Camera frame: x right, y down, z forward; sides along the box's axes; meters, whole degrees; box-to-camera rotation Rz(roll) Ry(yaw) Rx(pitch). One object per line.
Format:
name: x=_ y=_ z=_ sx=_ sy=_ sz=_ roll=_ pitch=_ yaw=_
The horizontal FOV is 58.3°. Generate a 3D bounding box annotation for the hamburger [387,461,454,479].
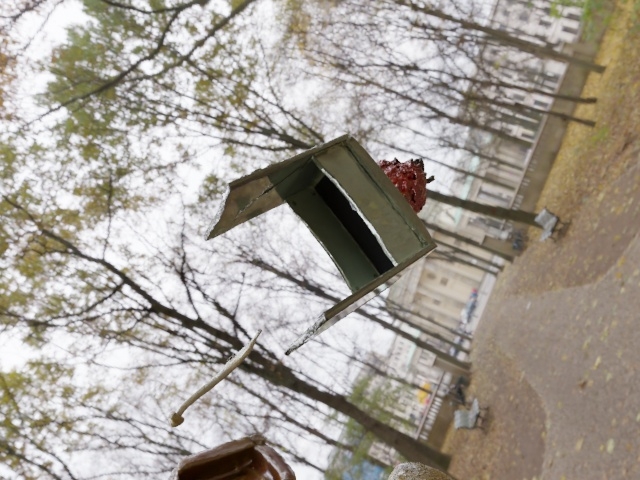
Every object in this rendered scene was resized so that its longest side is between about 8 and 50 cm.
hamburger: x=0.217 y=0.536 z=1.178 sx=0.215 sy=0.189 sz=0.122 roll=46 pitch=-120 yaw=-72

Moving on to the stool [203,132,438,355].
stool: x=0.000 y=0.000 z=0.929 sx=0.269 sy=0.244 sz=0.170 roll=-28 pitch=-14 yaw=-36

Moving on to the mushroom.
mushroom: x=-0.226 y=0.301 z=1.272 sx=0.306 sy=0.043 sz=0.068 roll=-45 pitch=15 yaw=6

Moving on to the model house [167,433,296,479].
model house: x=-0.127 y=0.324 z=0.627 sx=0.229 sy=0.219 sz=0.200 roll=-13 pitch=-76 yaw=-76

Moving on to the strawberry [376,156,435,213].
strawberry: x=0.144 y=-0.104 z=1.190 sx=0.085 sy=0.192 sz=0.141 roll=37 pitch=-127 yaw=-86
